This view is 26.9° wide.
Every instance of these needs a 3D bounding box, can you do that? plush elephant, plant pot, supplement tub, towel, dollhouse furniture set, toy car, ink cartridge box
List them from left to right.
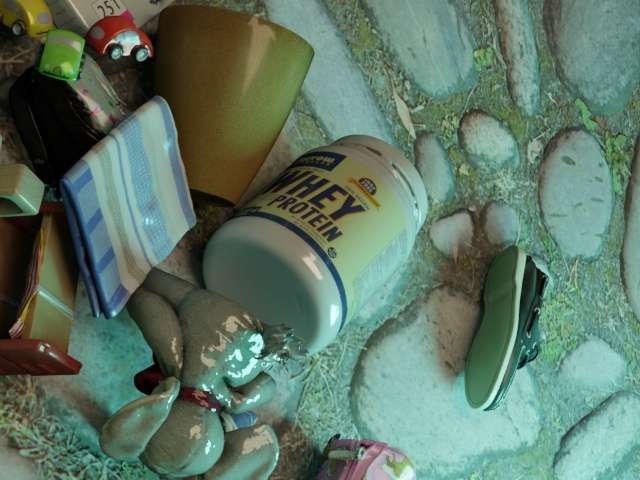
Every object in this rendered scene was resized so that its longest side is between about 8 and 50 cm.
[{"bbox_3d":[-0.413,0.011,1.575,0.374,0.152,0.201,52,39,-60],"label":"dollhouse furniture set"},{"bbox_3d":[-0.335,-0.270,1.776,0.239,0.053,0.225,13,23,-12],"label":"toy car"},{"bbox_3d":[-0.319,-0.429,1.976,0.239,0.060,0.275,57,47,-17],"label":"ink cartridge box"},{"bbox_3d":[-0.246,-0.049,1.762,0.285,0.034,0.209,-55,139,-57],"label":"towel"},{"bbox_3d":[-0.179,0.207,1.791,0.272,0.330,0.255,43,72,-31],"label":"plush elephant"},{"bbox_3d":[-0.150,-0.185,1.970,0.237,0.237,0.254,19,79,-39],"label":"plant pot"},{"bbox_3d":[0.000,0.000,2.032,0.325,0.235,0.235,-45,109,-42],"label":"supplement tub"}]

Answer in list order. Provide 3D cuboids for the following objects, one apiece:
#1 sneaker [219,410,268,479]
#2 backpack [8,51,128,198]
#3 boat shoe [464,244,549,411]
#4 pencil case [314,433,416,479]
[{"bbox_3d":[-0.099,0.345,1.942,0.081,0.080,0.211,-15,89,-44],"label":"sneaker"},{"bbox_3d":[-0.340,-0.168,1.833,0.182,0.152,0.115,59,28,-10],"label":"backpack"},{"bbox_3d":[0.346,0.171,2.396,0.113,0.127,0.340,31,47,-20],"label":"boat shoe"},{"bbox_3d":[0.007,0.468,1.955,0.167,0.160,0.386,44,52,-19],"label":"pencil case"}]
